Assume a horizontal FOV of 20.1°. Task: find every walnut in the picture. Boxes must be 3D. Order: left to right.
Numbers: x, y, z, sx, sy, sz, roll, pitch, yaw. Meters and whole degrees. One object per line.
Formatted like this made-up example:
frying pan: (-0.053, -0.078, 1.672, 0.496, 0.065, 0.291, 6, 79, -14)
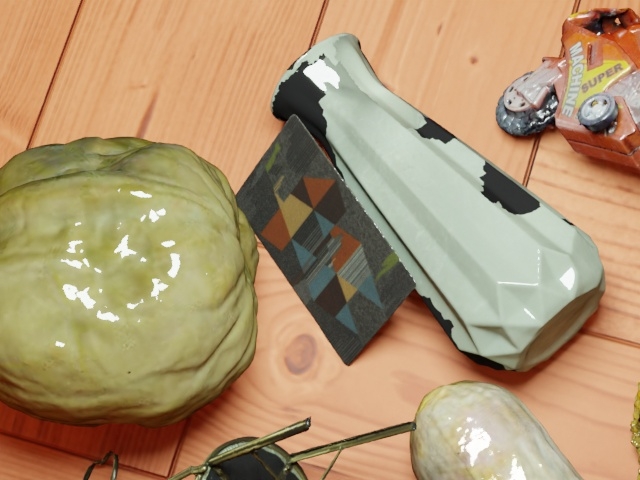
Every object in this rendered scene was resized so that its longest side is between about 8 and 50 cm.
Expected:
walnut: (-0.193, 0.035, 1.670, 0.277, 0.253, 0.282, 2, 74, 6)

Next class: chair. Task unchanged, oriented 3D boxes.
chair: (-0.068, 0.251, 1.655, 0.326, 0.170, 0.159, -22, 70, 46)

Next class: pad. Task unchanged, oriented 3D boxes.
pad: (0.000, 0.000, 1.735, 0.003, 0.143, 0.211, -17, 64, -43)

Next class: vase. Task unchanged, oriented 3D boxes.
vase: (0.107, -0.040, 1.721, 0.165, 0.165, 0.360, -40, 68, -7)

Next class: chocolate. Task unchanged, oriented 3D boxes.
chocolate: (0.193, 0.254, 1.622, 0.134, 0.134, 0.309, -37, 74, -6)

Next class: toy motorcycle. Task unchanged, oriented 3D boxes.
toy motorcycle: (0.297, -0.146, 1.709, 0.298, 0.089, 0.171, 18, 61, 48)

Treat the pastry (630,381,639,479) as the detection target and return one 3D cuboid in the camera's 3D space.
pastry: (0.329, 0.196, 1.666, 0.080, 0.056, 0.140, 7, 74, -9)
